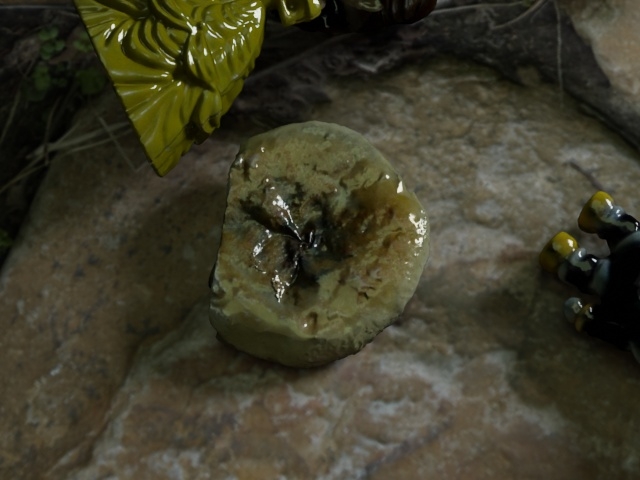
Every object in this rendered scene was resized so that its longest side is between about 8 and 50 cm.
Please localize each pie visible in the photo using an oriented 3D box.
[{"bbox_3d":[0.000,0.001,1.011,0.185,0.052,0.218,3,67,2],"label":"pie"}]

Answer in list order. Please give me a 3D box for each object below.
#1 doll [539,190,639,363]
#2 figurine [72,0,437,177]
[{"bbox_3d":[0.305,0.079,0.911,0.145,0.103,0.316,-33,56,-26],"label":"doll"},{"bbox_3d":[-0.041,-0.207,1.046,0.315,0.168,0.187,-26,38,-4],"label":"figurine"}]
